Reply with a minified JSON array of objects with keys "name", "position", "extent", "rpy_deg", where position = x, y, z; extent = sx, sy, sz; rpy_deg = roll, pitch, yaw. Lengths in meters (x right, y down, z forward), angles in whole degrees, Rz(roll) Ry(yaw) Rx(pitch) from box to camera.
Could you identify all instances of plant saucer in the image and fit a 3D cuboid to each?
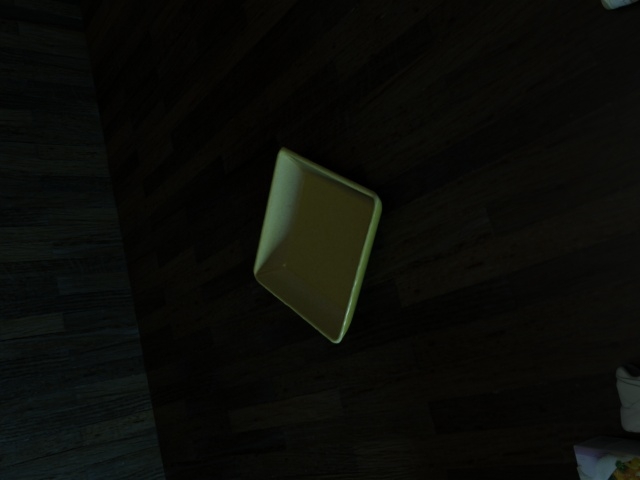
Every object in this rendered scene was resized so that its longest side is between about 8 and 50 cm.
[{"name":"plant saucer","position":[0.000,0.000,1.306],"extent":[0.332,0.081,0.333],"rpy_deg":[33,117,44]}]

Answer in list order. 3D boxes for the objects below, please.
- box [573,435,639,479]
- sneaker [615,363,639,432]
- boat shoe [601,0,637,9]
[{"name":"box","position":[0.468,0.299,0.742],"extent":[0.324,0.067,0.063],"rpy_deg":[-22,77,62]},{"name":"sneaker","position":[0.481,0.177,0.762],"extent":[0.232,0.090,0.115],"rpy_deg":[-30,67,45]},{"name":"boat shoe","position":[0.421,-0.408,0.812],"extent":[0.059,0.063,0.170],"rpy_deg":[8,108,46]}]
